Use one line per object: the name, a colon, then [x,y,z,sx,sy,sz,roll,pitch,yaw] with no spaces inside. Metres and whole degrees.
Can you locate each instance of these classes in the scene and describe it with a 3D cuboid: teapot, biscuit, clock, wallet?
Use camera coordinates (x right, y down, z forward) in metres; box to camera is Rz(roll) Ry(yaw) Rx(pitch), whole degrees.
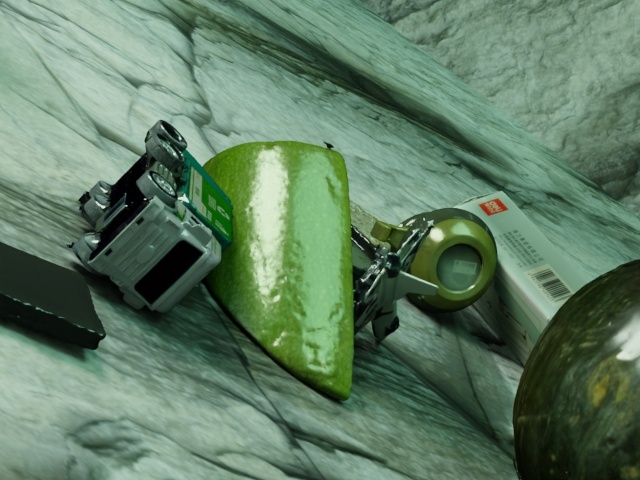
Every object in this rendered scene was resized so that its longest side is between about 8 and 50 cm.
teapot: [0.132,0.014,2.043,0.166,0.130,0.119,24,3,-22]
biscuit: [0.036,-0.028,2.160,0.152,0.020,0.152,31,14,-9]
clock: [0.000,0.000,1.950,0.184,0.040,0.184,32,14,-9]
wallet: [-0.284,0.011,1.314,0.244,0.025,0.124,26,17,-26]

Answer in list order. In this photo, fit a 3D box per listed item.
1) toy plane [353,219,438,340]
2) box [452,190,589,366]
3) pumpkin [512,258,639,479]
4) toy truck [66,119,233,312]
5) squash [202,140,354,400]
toy plane: [0.059,0.054,1.715,0.082,0.160,0.234,38,-20,0]
box: [0.256,0.064,2.105,0.079,0.135,0.269,-18,39,-15]
pumpkin: [0.365,0.214,1.471,0.454,0.344,0.454,38,-1,1]
toy truck: [-0.150,-0.022,1.564,0.124,0.114,0.253,42,12,-17]
squash: [-0.071,0.041,1.684,0.111,0.203,0.288,26,52,-36]
